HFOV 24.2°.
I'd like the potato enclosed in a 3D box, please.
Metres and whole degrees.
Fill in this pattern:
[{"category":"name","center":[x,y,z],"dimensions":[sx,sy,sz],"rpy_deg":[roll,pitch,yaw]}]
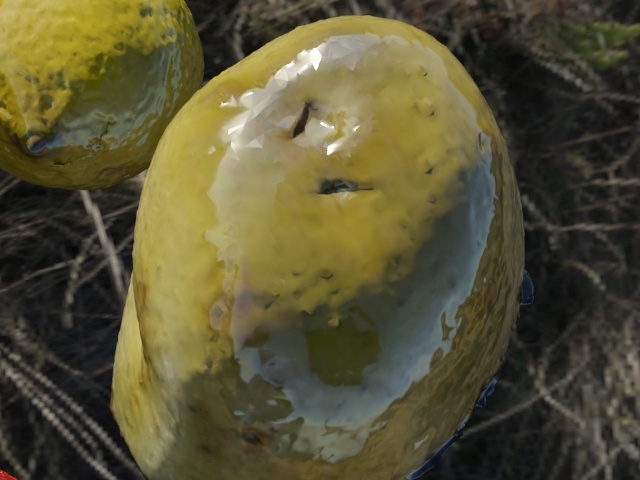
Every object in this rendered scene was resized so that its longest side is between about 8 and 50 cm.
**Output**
[{"category":"potato","center":[0.000,0.000,0.808],"dimensions":[0.285,0.242,0.242],"rpy_deg":[-36,104,-22]}]

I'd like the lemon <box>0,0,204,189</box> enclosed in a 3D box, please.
[{"category":"lemon","center":[-0.217,-0.156,1.303],"dimensions":[0.228,0.253,0.228],"rpy_deg":[0,94,-2]}]

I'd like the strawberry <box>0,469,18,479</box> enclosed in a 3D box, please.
[{"category":"strawberry","center":[-0.291,0.243,1.270],"dimensions":[0.106,0.106,0.106],"rpy_deg":[6,80,-35]}]
